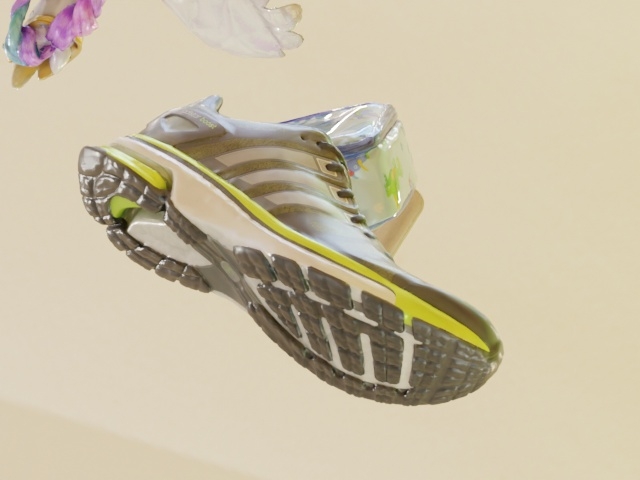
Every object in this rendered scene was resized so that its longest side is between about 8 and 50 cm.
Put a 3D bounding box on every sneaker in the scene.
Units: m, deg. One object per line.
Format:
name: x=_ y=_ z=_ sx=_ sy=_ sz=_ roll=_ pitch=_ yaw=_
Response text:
sneaker: x=-0.007 y=-0.008 z=1.024 sx=0.300 sy=0.111 sz=0.121 roll=32 pitch=-122 yaw=23

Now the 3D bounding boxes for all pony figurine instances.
pony figurine: x=-0.186 y=-0.330 z=1.751 sx=0.303 sy=0.351 sz=0.363 roll=34 pitch=-112 yaw=-32

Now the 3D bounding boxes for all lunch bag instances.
lunch bag: x=-0.036 y=-0.046 z=1.370 sx=0.176 sy=0.219 sz=0.090 roll=-50 pitch=-55 yaw=-69

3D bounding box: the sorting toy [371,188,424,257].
sorting toy: x=0.000 y=0.000 z=1.745 sx=0.038 sy=0.208 sz=0.193 roll=32 pitch=-91 yaw=-34
